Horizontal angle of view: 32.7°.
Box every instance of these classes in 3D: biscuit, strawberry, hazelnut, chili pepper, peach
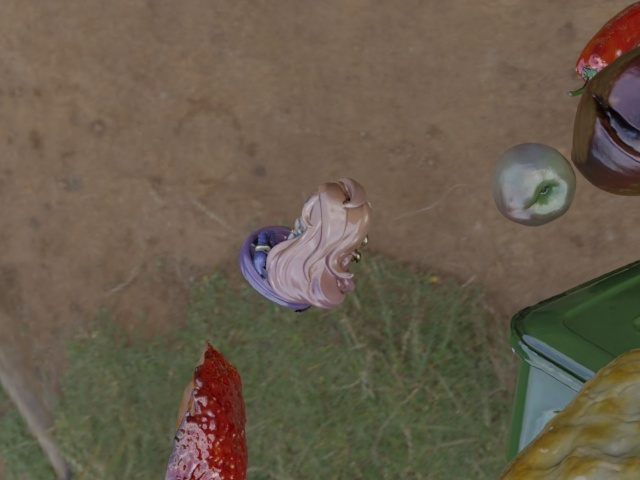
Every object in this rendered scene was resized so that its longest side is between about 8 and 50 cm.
[{"bbox_3d":[0.143,0.117,0.539,0.118,0.247,0.029,-10,110,49],"label":"biscuit"},{"bbox_3d":[-0.105,0.183,1.002,0.146,0.082,0.187,130,152,-58],"label":"strawberry"},{"bbox_3d":[0.398,-0.139,1.324,0.178,0.178,0.204,42,133,20],"label":"hazelnut"},{"bbox_3d":[0.463,-0.308,1.695,0.071,0.272,0.063,51,160,-17],"label":"chili pepper"},{"bbox_3d":[0.202,-0.054,1.042,0.083,0.083,0.083,8,105,33],"label":"peach"}]

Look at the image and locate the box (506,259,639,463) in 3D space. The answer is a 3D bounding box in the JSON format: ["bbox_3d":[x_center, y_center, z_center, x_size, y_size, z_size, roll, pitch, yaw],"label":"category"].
[{"bbox_3d":[0.343,0.150,1.015,0.252,0.328,0.178,31,126,40],"label":"box"}]

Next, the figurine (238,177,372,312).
[{"bbox_3d":[0.000,0.010,1.121,0.157,0.126,0.114,-32,58,37],"label":"figurine"}]
